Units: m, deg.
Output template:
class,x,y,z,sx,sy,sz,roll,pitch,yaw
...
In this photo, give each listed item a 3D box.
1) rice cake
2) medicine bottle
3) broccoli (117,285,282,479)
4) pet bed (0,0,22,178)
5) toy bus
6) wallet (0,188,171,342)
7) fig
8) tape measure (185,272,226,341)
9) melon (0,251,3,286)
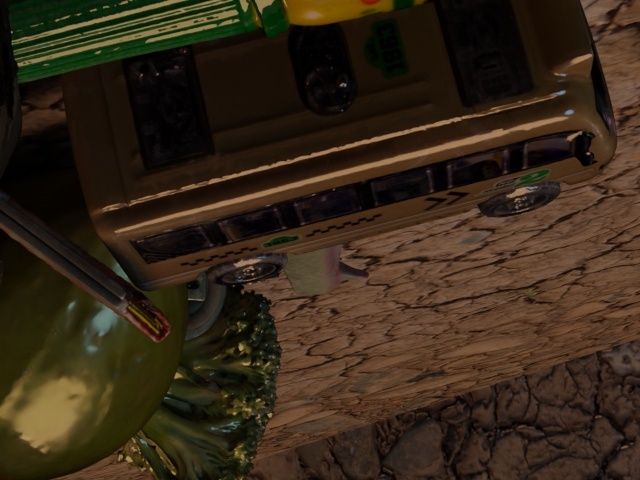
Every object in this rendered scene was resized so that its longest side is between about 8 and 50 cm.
class,x,y,z,sx,sy,sz,roll,pitch,yaw
rice cake,-0.003,0.000,1.197,0.081,0.051,0.290,-5,168,2
medicine bottle,-0.004,-0.135,0.626,0.309,0.076,0.111,-13,165,1
broccoli,-0.191,0.123,1.261,0.252,0.221,0.361,19,-176,30
pet bed,-0.217,-0.063,0.475,0.211,0.183,0.159,-7,162,-23
toy bus,0.013,-0.074,0.757,0.290,0.139,0.157,-13,166,3
wallet,-0.169,-0.012,0.767,0.020,0.196,0.103,-54,164,-6
fig,-0.179,0.053,0.927,0.230,0.207,0.207,-27,163,14
tape measure,-0.095,0.019,1.066,0.107,0.104,0.180,1,160,-36
melon,-0.245,0.027,0.791,0.131,0.098,0.098,-29,166,-3
